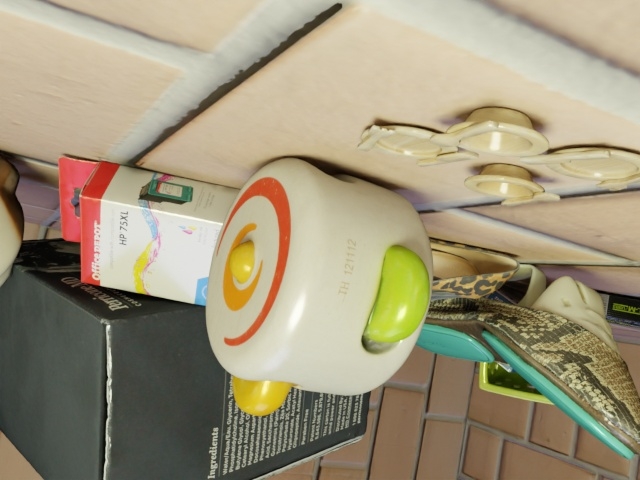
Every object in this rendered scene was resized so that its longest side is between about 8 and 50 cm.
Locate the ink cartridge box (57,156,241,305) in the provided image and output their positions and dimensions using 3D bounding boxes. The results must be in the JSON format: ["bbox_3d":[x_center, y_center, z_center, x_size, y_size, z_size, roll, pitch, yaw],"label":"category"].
[{"bbox_3d":[-0.205,-0.008,0.755,0.230,0.134,0.078,11,-143,-5],"label":"ink cartridge box"}]

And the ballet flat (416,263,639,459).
[{"bbox_3d":[0.272,0.115,0.887,0.164,0.182,0.482,42,171,-24],"label":"ballet flat"}]

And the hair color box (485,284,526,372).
[{"bbox_3d":[0.376,0.164,1.216,0.174,0.105,0.347,38,-169,36],"label":"hair color box"}]

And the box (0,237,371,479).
[{"bbox_3d":[-0.240,0.168,1.037,0.471,0.298,0.479,-7,-165,-44],"label":"box"}]

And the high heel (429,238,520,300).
[{"bbox_3d":[0.138,0.012,0.795,0.186,0.093,0.261,-16,150,20],"label":"high heel"}]

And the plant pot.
[{"bbox_3d":[0.508,0.241,1.470,0.228,0.227,0.207,7,179,27],"label":"plant pot"}]

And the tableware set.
[{"bbox_3d":[0.113,-0.049,0.401,0.168,0.020,0.141,14,173,-24],"label":"tableware set"}]

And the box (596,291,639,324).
[{"bbox_3d":[0.534,0.127,1.160,0.190,0.045,0.184,11,173,5],"label":"box"}]

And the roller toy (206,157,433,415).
[{"bbox_3d":[-0.014,0.033,0.558,0.146,0.191,0.209,16,132,-30],"label":"roller toy"}]

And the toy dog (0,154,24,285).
[{"bbox_3d":[-0.583,-0.039,0.814,0.407,0.285,0.395,12,137,2],"label":"toy dog"}]
